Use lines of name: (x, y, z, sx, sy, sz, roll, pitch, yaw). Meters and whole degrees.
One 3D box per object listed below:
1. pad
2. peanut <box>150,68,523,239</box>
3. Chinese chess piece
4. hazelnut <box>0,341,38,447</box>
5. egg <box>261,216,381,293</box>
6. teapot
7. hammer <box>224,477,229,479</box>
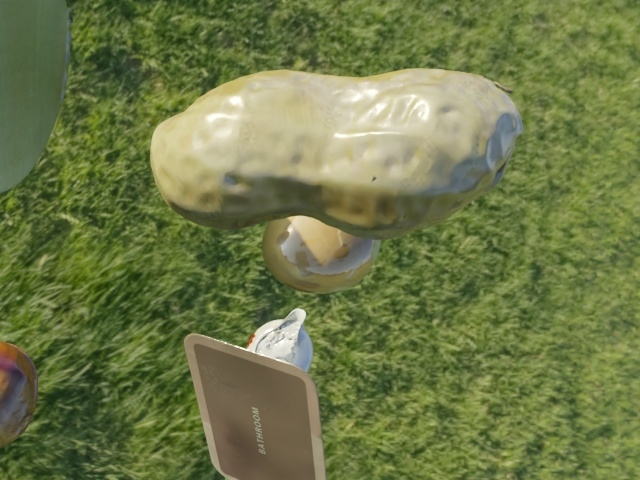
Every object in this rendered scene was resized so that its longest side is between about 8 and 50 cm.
pad: (-0.074, 0.226, 0.899, 0.002, 0.176, 0.266, -50, 145, -45)
peanut: (0.009, -0.076, 0.645, 0.313, 0.149, 0.149, 1, 74, 2)
Chinese chess piece: (-0.464, -0.233, 1.004, 0.146, 0.349, 0.349, 14, 66, 0)
hazelnut: (-0.540, 0.252, 1.213, 0.182, 0.182, 0.182, 11, 72, -36)
egg: (0.000, 0.000, 1.373, 0.244, 0.201, 0.201, -20, 91, -42)
teapot: (-0.091, 0.251, 1.602, 0.226, 0.145, 0.092, -59, 155, -9)
hammer: (-0.057, 0.459, 1.125, 0.119, 0.206, 0.335, -54, 128, -37)
